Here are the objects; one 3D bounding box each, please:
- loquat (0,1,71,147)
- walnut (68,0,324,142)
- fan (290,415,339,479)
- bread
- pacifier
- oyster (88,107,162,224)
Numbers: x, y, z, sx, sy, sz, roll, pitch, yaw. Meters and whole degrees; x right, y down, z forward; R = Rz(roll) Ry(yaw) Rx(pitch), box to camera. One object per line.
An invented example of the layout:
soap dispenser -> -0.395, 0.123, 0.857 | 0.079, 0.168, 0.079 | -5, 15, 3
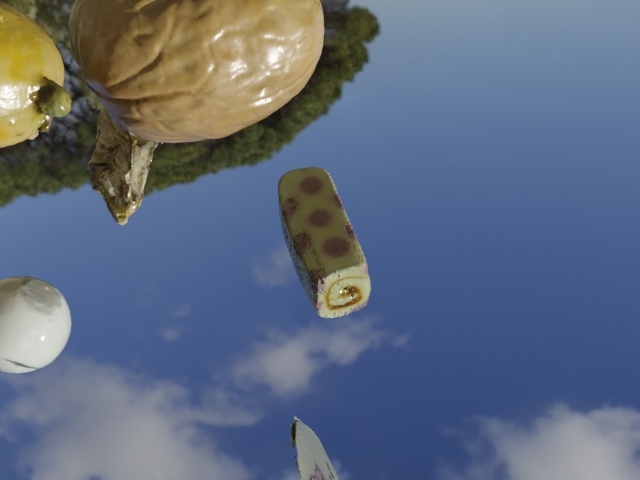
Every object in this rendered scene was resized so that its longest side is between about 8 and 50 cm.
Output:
loquat -> -0.336, -0.163, 0.749 | 0.205, 0.149, 0.172 | 23, -164, 9
walnut -> -0.151, -0.260, 0.966 | 0.313, 0.251, 0.277 | -26, -167, -14
fan -> -0.005, 0.267, 0.778 | 0.010, 0.182, 0.310 | -28, 165, 5
bread -> 0.000, 0.000, 1.751 | 0.155, 0.187, 0.338 | -17, -128, -4
pacifier -> -0.395, 0.073, 0.697 | 0.220, 0.273, 0.332 | -37, -139, 22
oyster -> -0.395, -0.184, 1.517 | 0.111, 0.341, 0.166 | -1, 162, 11
